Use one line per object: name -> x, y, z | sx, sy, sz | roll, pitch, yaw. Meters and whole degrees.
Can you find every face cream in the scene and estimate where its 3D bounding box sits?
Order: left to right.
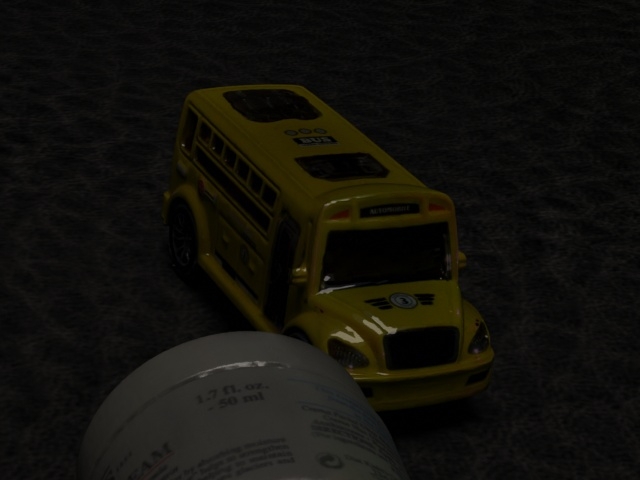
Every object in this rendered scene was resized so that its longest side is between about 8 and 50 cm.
face cream -> -0.034, 0.159, 0.926 | 0.177, 0.177, 0.153 | -1, 27, -15

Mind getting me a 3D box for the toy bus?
toy bus -> 0.000, 0.000, 1.301 | 0.145, 0.151, 0.331 | -4, 27, -27
